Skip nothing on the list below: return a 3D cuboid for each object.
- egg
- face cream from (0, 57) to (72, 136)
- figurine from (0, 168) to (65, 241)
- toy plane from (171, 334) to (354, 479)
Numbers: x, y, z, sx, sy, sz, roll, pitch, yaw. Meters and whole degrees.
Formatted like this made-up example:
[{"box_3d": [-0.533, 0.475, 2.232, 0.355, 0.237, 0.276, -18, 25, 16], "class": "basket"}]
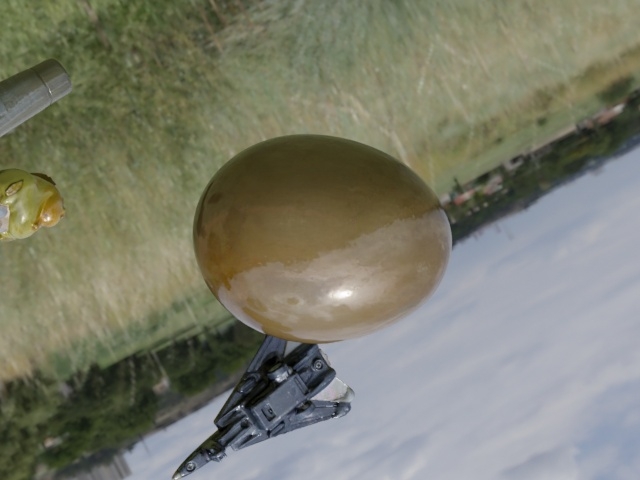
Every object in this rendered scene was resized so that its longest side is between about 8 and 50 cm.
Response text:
[{"box_3d": [0.000, 0.000, 1.378, 0.373, 0.301, 0.301, 12, -168, 19], "class": "egg"}, {"box_3d": [-0.661, -0.256, 1.922, 0.341, 0.137, 0.084, -38, 172, -29], "class": "face cream"}, {"box_3d": [-0.549, -0.050, 1.607, 0.246, 0.131, 0.156, -19, 152, -36], "class": "figurine"}, {"box_3d": [-0.102, 0.271, 1.504, 0.316, 0.204, 0.103, -38, -171, -31], "class": "toy plane"}]
